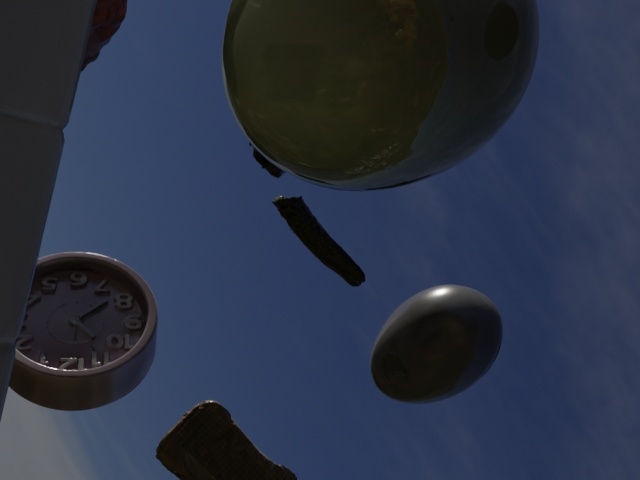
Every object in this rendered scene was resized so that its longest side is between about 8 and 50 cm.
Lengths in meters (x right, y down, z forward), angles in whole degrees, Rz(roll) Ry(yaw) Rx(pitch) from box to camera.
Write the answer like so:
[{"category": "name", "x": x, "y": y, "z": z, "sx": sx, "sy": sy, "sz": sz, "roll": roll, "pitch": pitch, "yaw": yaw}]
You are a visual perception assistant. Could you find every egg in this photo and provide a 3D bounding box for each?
[{"category": "egg", "x": 0.045, "y": -0.148, "z": 0.789, "sx": 0.219, "sy": 0.269, "sz": 0.219, "roll": 17, "pitch": -63, "yaw": 35}, {"category": "egg", "x": 0.157, "y": 0.143, "z": 1.451, "sx": 0.146, "sy": 0.198, "sz": 0.146, "roll": 58, "pitch": -4, "yaw": 6}]

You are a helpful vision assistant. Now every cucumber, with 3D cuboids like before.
[{"category": "cucumber", "x": -0.001, "y": 0.001, "z": 1.158, "sx": 0.135, "sy": 0.034, "sz": 0.033, "roll": 51, "pitch": -20, "yaw": -6}]

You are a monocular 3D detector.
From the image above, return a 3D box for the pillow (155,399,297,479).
[{"category": "pillow", "x": -0.149, "y": 0.357, "z": 1.659, "sx": 0.211, "sy": 0.135, "sz": 0.034, "roll": 44, "pitch": -5, "yaw": -4}]

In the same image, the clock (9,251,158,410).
[{"category": "clock", "x": -0.297, "y": 0.107, "z": 1.284, "sx": 0.197, "sy": 0.196, "sz": 0.068, "roll": 47, "pitch": -36, "yaw": 28}]

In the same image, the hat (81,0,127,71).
[{"category": "hat", "x": -0.262, "y": -0.257, "z": 0.992, "sx": 0.285, "sy": 0.285, "sz": 0.400, "roll": 115, "pitch": -31, "yaw": -60}]

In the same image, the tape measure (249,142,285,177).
[{"category": "tape measure", "x": -0.006, "y": -0.201, "z": 1.540, "sx": 0.222, "sy": 0.202, "sz": 0.135, "roll": -33, "pitch": -68, "yaw": 31}]

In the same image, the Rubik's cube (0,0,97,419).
[{"category": "Rubik's cube", "x": -0.308, "y": -0.047, "z": 0.431, "sx": 0.290, "sy": 0.291, "sz": 0.291, "roll": 16, "pitch": -85, "yaw": 38}]
